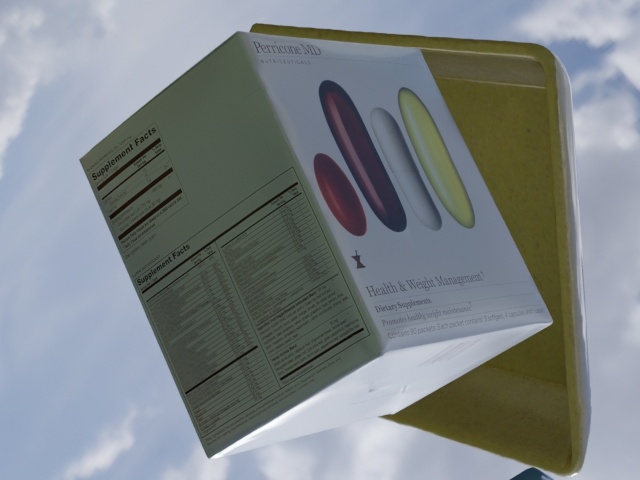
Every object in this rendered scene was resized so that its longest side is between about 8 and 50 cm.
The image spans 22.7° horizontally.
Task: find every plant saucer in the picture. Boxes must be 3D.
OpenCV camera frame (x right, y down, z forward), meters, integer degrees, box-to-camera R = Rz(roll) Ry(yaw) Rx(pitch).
[{"bbox_3d":[0.092,-0.011,1.281,0.081,0.332,0.333,-21,-158,-38],"label":"plant saucer"}]

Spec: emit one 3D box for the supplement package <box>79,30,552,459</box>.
[{"bbox_3d":[0.000,0.000,0.976,0.149,0.194,0.203,-34,-107,33],"label":"supplement package"}]

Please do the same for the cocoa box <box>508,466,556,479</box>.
[{"bbox_3d":[0.063,0.241,0.393,0.231,0.228,0.347,-31,-170,-6],"label":"cocoa box"}]
